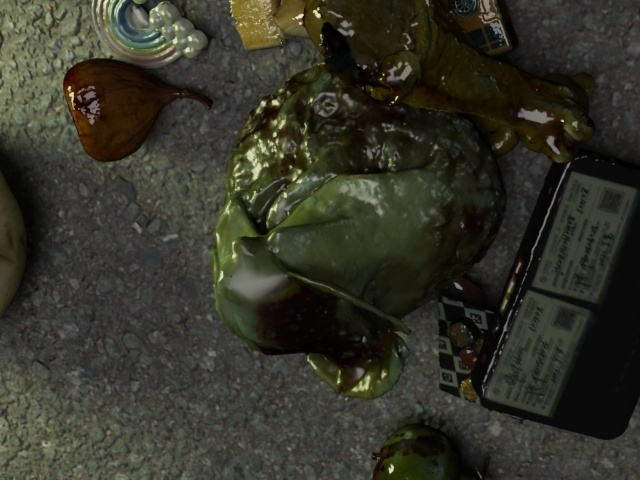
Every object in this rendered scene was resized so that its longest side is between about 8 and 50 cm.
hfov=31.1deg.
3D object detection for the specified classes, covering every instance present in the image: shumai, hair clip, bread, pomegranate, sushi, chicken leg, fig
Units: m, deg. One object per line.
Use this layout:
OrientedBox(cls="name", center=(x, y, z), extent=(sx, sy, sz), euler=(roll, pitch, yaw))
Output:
OrientedBox(cls="shumai", center=(0.000, 0.000, 1.439), extent=(0.395, 0.348, 0.395), euler=(16, 130, 20))
OrientedBox(cls="hair clip", center=(-0.265, -0.322, 1.607), extent=(0.140, 0.054, 0.220), euler=(-36, 99, 36))
OrientedBox(cls="bread", center=(-0.081, -0.300, 1.565), extent=(0.070, 0.035, 0.083), euler=(-8, 110, 20))
OrientedBox(cls="pomegranate", center=(0.158, 0.332, 1.633), extent=(0.169, 0.148, 0.148), euler=(-3, 106, 7))
OrientedBox(cls="sushi", center=(0.216, 0.174, 1.567), extent=(0.139, 0.031, 0.201), euler=(17, 135, 26))
OrientedBox(cls="chicken leg", center=(0.147, -0.225, 1.353), extent=(0.361, 0.211, 0.140), euler=(18, 151, -19))
OrientedBox(cls="fig", center=(-0.259, -0.202, 1.616), extent=(0.201, 0.133, 0.146), euler=(-19, 129, 2))

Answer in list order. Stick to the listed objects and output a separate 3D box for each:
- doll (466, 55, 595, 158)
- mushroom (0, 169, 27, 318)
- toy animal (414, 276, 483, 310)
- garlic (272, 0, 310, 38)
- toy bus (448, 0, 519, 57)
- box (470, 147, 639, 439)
OrientedBox(cls="doll", center=(0.248, -0.163, 1.490), extent=(0.210, 0.097, 0.137), euler=(9, 78, 31))
OrientedBox(cls="mushroom", center=(-0.632, 0.000, 1.700), extent=(0.325, 0.353, 0.353), euler=(50, 118, 32))
OrientedBox(cls="toy animal", center=(0.281, 0.110, 1.548), extent=(0.324, 0.090, 0.195), euler=(30, 116, 5))
OrientedBox(cls="garlic", center=(0.002, -0.364, 1.457), extent=(0.160, 0.191, 0.214), euler=(-15, 98, -20))
OrientedBox(cls="toy bus", center=(0.155, -0.256, 1.475), extent=(0.182, 0.091, 0.103), euler=(-18, 99, 20))
OrientedBox(cls="box", center=(0.340, 0.071, 1.448), extent=(0.211, 0.058, 0.350), euler=(17, 105, -9))
